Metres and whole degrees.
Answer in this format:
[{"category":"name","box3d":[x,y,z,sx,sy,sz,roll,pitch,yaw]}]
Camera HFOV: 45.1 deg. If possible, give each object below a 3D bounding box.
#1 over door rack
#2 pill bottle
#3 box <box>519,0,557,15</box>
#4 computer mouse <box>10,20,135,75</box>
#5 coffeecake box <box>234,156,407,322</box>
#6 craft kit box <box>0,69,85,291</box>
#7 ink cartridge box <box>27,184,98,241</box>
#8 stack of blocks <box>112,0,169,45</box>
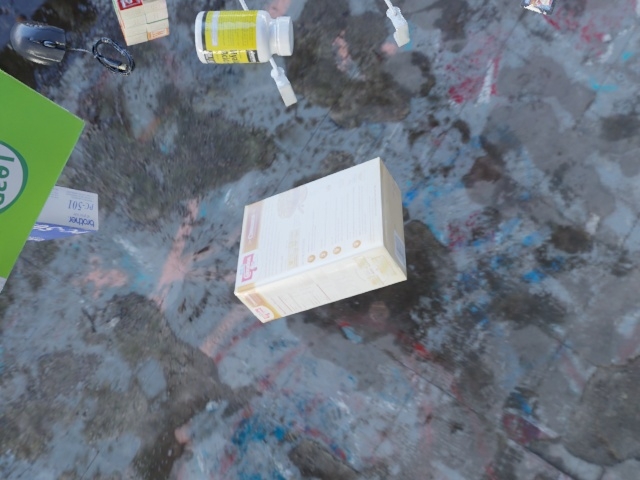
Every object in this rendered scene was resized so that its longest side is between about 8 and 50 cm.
[{"category":"over door rack","box3d":[-0.025,-0.425,1.266,0.240,0.108,0.324,-27,83,3]},{"category":"pill bottle","box3d":[-0.095,-0.257,0.971,0.117,0.065,0.065,0,88,5]},{"category":"box","box3d":[0.317,-0.418,0.946,0.044,0.233,0.159,23,47,12]},{"category":"computer mouse","box3d":[-0.430,-0.327,1.317,0.242,0.041,0.071,14,103,13]},{"category":"coffeecake box","box3d":[0.000,0.000,0.901,0.186,0.142,0.068,-18,134,21]},{"category":"craft kit box","box3d":[-0.244,0.005,0.267,0.247,0.061,0.249,34,76,-49]},{"category":"ink cartridge box","box3d":[-0.333,-0.035,0.770,0.097,0.207,0.046,-8,81,30]},{"category":"stack of blocks","box3d":[-0.348,-0.497,1.405,0.087,0.297,0.171,-19,86,-11]}]
